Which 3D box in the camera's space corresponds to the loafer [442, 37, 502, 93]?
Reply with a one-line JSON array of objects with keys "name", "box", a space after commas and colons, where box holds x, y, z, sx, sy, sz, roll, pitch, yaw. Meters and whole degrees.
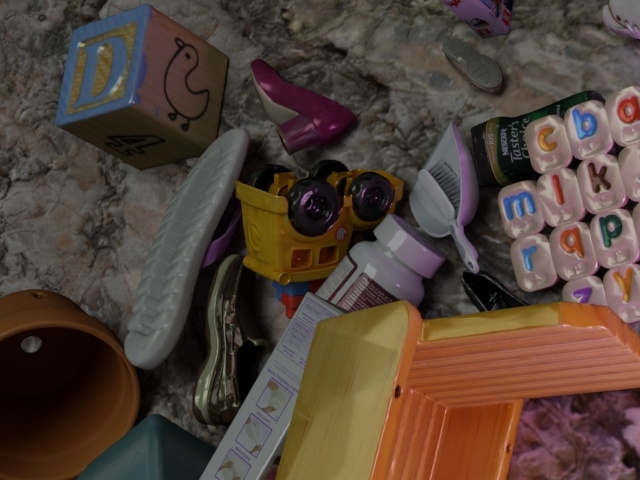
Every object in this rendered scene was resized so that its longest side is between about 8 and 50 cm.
[{"name": "loafer", "box": [0.218, -0.243, 1.894, 0.045, 0.039, 0.125, -28, 49, -14]}]

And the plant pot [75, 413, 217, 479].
[{"name": "plant pot", "box": [-0.220, 0.392, 1.842, 0.248, 0.247, 0.252, -39, 33, 21]}]

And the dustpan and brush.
[{"name": "dustpan and brush", "box": [0.177, -0.041, 1.789, 0.211, 0.060, 0.147, 59, 141, 30]}]

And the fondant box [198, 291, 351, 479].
[{"name": "fondant box", "box": [0.000, 0.257, 1.703, 0.096, 0.238, 0.330, 30, 91, 44]}]

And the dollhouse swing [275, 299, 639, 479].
[{"name": "dollhouse swing", "box": [0.183, 0.233, 1.496, 0.305, 0.347, 0.315, 7, 75, 31]}]

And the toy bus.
[{"name": "toy bus", "box": [0.000, 0.000, 1.883, 0.149, 0.220, 0.212, 19, 114, 57]}]

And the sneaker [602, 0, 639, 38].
[{"name": "sneaker", "box": [0.435, -0.272, 1.684, 0.123, 0.106, 0.290, -43, 40, 30]}]

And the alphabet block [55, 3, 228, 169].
[{"name": "alphabet block", "box": [-0.296, -0.251, 2.223, 0.193, 0.197, 0.192, -8, 66, 38]}]

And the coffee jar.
[{"name": "coffee jar", "box": [0.286, -0.128, 1.741, 0.184, 0.079, 0.096, -15, 82, 36]}]

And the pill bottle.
[{"name": "pill bottle", "box": [0.064, 0.079, 1.813, 0.221, 0.121, 0.121, -51, 47, 10]}]

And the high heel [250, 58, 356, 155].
[{"name": "high heel", "box": [-0.033, -0.228, 2.088, 0.117, 0.082, 0.244, -24, 38, -3]}]

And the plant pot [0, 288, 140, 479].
[{"name": "plant pot", "box": [-0.445, 0.210, 2.103, 0.291, 0.291, 0.203, -52, 30, 9]}]

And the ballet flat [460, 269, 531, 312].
[{"name": "ballet flat", "box": [0.238, 0.094, 1.706, 0.173, 0.049, 0.057, 39, 98, 44]}]

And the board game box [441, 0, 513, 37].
[{"name": "board game box", "box": [0.179, -0.433, 1.823, 0.053, 0.305, 0.193, -2, 70, 37]}]

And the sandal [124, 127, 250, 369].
[{"name": "sandal", "box": [-0.191, 0.019, 2.080, 0.169, 0.102, 0.416, -9, 55, 55]}]

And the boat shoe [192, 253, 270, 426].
[{"name": "boat shoe", "box": [-0.114, 0.148, 1.967, 0.095, 0.095, 0.258, 2, 77, 27]}]

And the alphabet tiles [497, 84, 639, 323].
[{"name": "alphabet tiles", "box": [0.356, -0.035, 1.634, 0.284, 0.021, 0.278, -19, 80, 34]}]
